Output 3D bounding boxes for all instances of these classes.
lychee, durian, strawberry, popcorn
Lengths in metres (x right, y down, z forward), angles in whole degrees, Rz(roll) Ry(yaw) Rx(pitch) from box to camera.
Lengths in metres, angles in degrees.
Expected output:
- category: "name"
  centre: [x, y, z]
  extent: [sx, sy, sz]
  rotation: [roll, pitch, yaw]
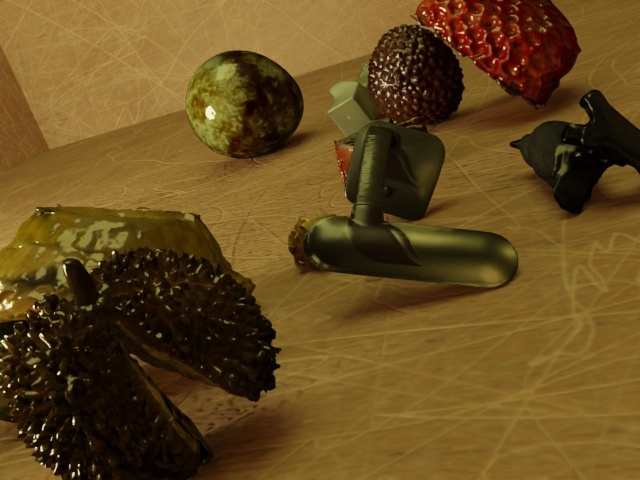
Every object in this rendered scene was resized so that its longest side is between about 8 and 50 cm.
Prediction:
- category: "lychee"
  centre: [0.186, -0.306, 1.224]
  extent: [0.188, 0.188, 0.188]
  rotation: [-16, 20, 6]
- category: "durian"
  centre: [-0.130, 0.084, 0.464]
  extent: [0.166, 0.196, 0.196]
  rotation: [4, 29, 34]
- category: "strawberry"
  centre: [0.332, -0.370, 1.130]
  extent: [0.253, 0.280, 0.150]
  rotation: [-25, -26, -57]
- category: "popcorn"
  centre: [0.000, 0.000, 0.778]
  extent: [0.082, 0.057, 0.083]
  rotation: [-8, 18, 9]

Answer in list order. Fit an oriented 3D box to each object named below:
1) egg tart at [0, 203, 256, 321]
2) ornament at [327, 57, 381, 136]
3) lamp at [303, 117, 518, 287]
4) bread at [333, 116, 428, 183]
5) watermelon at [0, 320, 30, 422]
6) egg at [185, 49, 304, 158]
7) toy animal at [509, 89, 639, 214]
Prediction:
- category: "egg tart"
  centre: [-0.211, 0.022, 0.671]
  extent: [0.290, 0.115, 0.290]
  rotation: [2, 2, 0]
- category: "ornament"
  centre: [0.103, -0.329, 1.434]
  extent: [0.120, 0.130, 0.285]
  rotation: [-18, 16, 43]
- category: "lamp"
  centre: [0.113, -0.051, 0.710]
  extent: [0.203, 0.125, 0.283]
  rotation: [17, 21, 5]
- category: "bread"
  centre: [0.102, -0.145, 1.038]
  extent: [0.160, 0.073, 0.160]
  rotation: [-16, 21, 6]
- category: "watermelon"
  centre: [-0.301, 0.126, 0.642]
  extent: [0.133, 0.105, 0.105]
  rotation: [-4, 25, 35]
- category: "egg"
  centre: [-0.163, -0.304, 1.453]
  extent: [0.289, 0.238, 0.238]
  rotation: [-3, 7, -39]
- category: "toy animal"
  centre: [0.288, -0.081, 0.742]
  extent: [0.210, 0.121, 0.117]
  rotation: [-176, 109, -80]
